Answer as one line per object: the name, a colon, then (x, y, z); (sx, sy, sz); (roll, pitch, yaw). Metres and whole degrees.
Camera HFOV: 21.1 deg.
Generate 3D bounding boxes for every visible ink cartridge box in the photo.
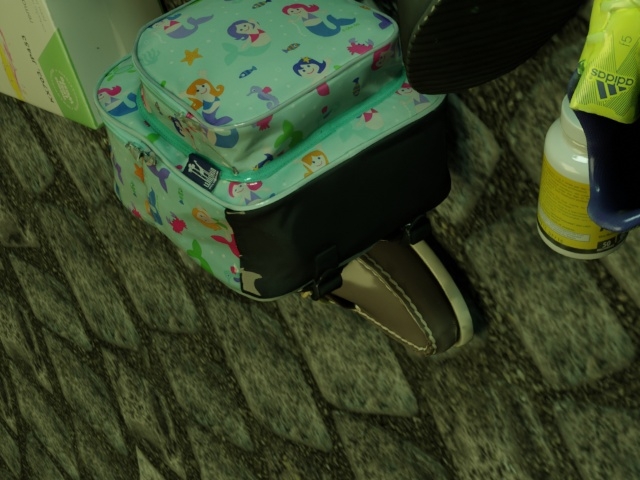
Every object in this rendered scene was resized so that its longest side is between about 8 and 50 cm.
ink cartridge box: (-0.298, -0.253, 1.750); (0.353, 0.119, 0.207); (22, 138, 53)

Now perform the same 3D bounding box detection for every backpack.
backpack: (-0.051, -0.093, 1.335); (0.253, 0.225, 0.191); (29, 141, 45)

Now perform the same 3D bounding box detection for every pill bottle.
pill bottle: (0.179, -0.047, 1.142); (0.065, 0.065, 0.116); (42, 152, 32)

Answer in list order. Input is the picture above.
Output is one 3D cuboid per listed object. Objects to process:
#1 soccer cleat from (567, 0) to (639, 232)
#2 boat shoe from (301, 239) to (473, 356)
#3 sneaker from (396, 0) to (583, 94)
soccer cleat: (0.189, -0.125, 0.962); (0.093, 0.121, 0.289); (36, 147, 42)
boat shoe: (0.000, 0.000, 1.504); (0.324, 0.097, 0.116); (44, 152, 29)
sneaker: (0.094, -0.228, 1.061); (0.330, 0.122, 0.146); (96, 154, -55)
